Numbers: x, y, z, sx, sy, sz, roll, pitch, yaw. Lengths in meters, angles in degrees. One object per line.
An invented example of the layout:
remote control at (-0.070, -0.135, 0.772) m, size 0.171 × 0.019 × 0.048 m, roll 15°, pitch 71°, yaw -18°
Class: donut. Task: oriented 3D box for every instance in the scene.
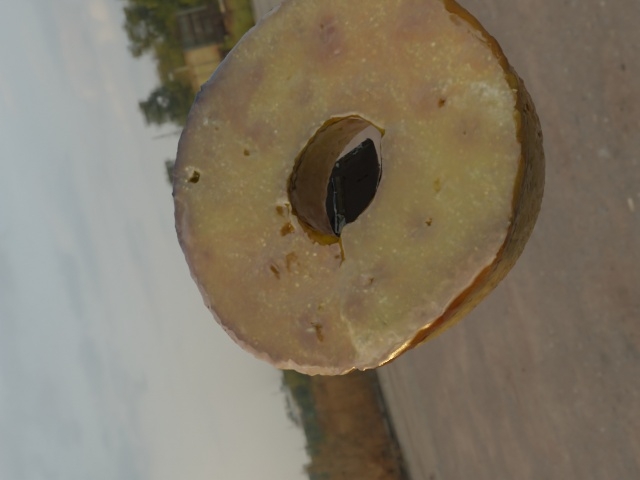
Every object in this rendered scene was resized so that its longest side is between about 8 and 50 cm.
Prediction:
donut at (0.033, -0.045, 0.807) m, size 0.110 × 0.303 × 0.303 m, roll 9°, pitch -118°, yaw -56°

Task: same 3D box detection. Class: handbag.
handbag at (0.000, 0.000, 1.478) m, size 0.088 × 0.254 × 0.211 m, roll 29°, pitch 142°, yaw 62°
